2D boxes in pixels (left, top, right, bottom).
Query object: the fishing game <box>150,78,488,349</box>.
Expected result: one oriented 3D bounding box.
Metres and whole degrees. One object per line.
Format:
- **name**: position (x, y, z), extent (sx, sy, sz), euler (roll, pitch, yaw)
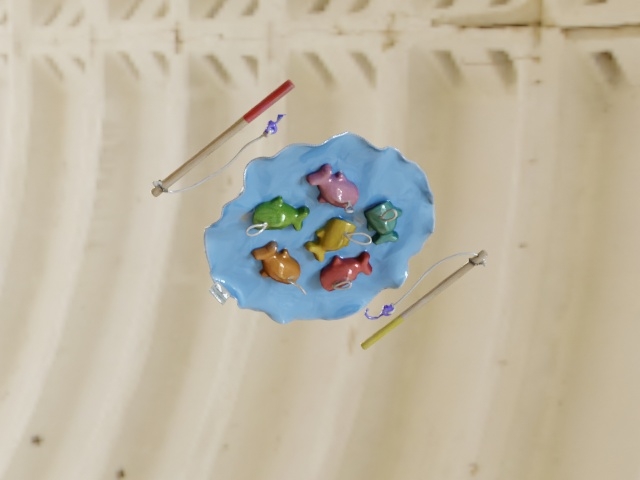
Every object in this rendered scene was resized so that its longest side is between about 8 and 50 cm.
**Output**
- **fishing game**: position (0.000, 0.000, 1.097), extent (0.189, 0.264, 0.041), euler (-36, -141, 15)
